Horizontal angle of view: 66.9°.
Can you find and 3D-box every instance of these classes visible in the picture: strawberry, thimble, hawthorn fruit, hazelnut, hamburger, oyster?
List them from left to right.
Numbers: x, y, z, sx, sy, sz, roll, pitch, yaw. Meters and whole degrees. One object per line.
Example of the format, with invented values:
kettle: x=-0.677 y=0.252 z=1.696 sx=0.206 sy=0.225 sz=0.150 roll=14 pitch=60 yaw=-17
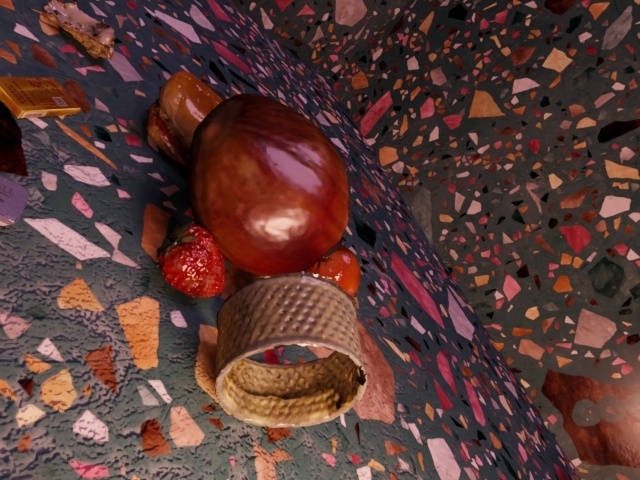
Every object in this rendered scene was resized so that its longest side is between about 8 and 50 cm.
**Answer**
oyster: x=-0.598 y=-0.530 z=1.222 sx=0.209 sy=0.072 sz=0.132 roll=25 pitch=34 yaw=-9
hamburger: x=-0.323 y=-0.295 z=1.244 sx=0.244 sy=0.163 sz=0.244 roll=43 pitch=21 yaw=-22
strawberry: x=-0.240 y=0.044 z=0.933 sx=0.148 sy=0.131 sz=0.131 roll=37 pitch=25 yaw=-12
hazelnut: x=-0.124 y=-0.125 z=1.096 sx=0.421 sy=0.353 sz=0.420 roll=21 pitch=61 yaw=-43
thimble: x=-0.054 y=0.199 z=0.857 sx=0.271 sy=0.271 sz=0.150 roll=36 pitch=28 yaw=-32
hawthorn fruit: x=0.056 y=0.127 z=1.408 sx=0.285 sy=0.165 sz=0.165 roll=63 pitch=7 yaw=-47

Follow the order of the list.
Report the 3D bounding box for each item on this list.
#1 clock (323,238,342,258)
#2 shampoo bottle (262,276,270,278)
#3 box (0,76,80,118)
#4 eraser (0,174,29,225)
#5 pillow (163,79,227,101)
clock: x=-0.028 y=0.008 z=1.326 sx=0.184 sy=0.185 sz=0.040 roll=-73 pitch=148 yaw=-64
shampoo bottle: x=-0.146 y=0.139 z=1.037 sx=0.065 sy=0.065 sz=0.204 roll=48 pitch=22 yaw=-8
box: x=-0.560 y=-0.284 z=0.957 sx=0.089 sy=0.022 sz=0.156 roll=50 pitch=22 yaw=-6
eraser: x=-0.539 y=-0.093 z=0.682 sx=0.225 sy=0.036 sz=0.081 roll=34 pitch=29 yaw=-36
pillow: x=-0.327 y=-0.385 z=1.451 sx=0.250 sy=0.106 sz=0.186 roll=48 pitch=37 yaw=1
